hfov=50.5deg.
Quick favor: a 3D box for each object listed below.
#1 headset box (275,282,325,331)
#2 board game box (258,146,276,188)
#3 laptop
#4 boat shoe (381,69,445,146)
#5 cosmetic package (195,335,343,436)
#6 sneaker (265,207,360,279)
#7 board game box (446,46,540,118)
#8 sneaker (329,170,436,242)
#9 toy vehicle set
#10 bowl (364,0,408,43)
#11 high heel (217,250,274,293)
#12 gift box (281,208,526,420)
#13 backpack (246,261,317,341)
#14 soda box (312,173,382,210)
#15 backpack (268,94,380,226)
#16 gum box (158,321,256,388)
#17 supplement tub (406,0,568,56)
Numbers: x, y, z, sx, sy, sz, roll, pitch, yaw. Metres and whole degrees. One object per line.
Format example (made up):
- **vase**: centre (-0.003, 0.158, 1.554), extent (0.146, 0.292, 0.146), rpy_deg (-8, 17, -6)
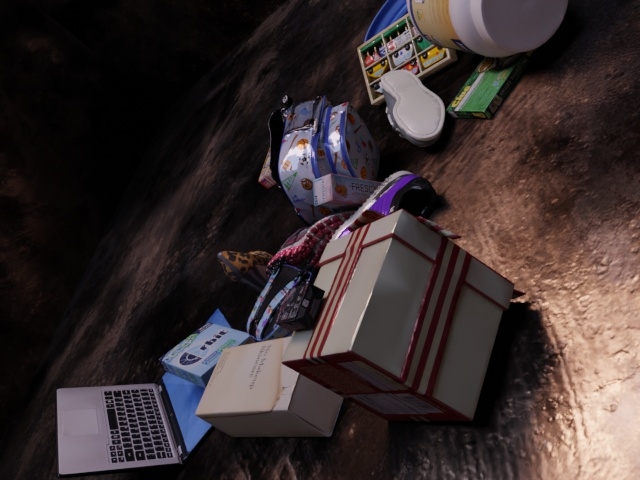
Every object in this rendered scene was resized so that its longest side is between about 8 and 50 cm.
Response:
- **headset box**: centre (-0.033, 0.102, 1.025), extent (0.083, 0.032, 0.062), rpy_deg (-26, 39, 62)
- **board game box**: centre (-0.109, -0.267, 2.082), extent (0.146, 0.045, 0.194), rpy_deg (-28, 35, 39)
- **laptop**: centre (-0.405, 0.335, 1.602), extent (0.382, 0.407, 0.237), rpy_deg (-144, 59, -64)
- **boat shoe**: centre (0.216, -0.294, 1.587), extent (0.116, 0.099, 0.319), rpy_deg (-13, 39, -3)
- **cosmetic package**: centre (-0.093, 0.284, 1.304), extent (0.309, 0.113, 0.160), rpy_deg (-21, 40, 47)
- **sneaker**: centre (0.000, 0.000, 1.505), extent (0.299, 0.121, 0.112), rpy_deg (-27, 24, 33)
- **board game box**: centre (0.388, -0.372, 1.462), extent (0.260, 0.030, 0.136), rpy_deg (-54, 29, -6)
- **sneaker**: centre (0.123, -0.012, 1.344), extent (0.293, 0.102, 0.146), rpy_deg (-53, 27, -3)
- **toy vehicle set**: centre (0.217, -0.481, 1.744), extent (0.266, 0.035, 0.166), rpy_deg (-24, 77, 43)
- **bowl**: centre (0.290, -0.647, 1.899), extent (0.391, 0.077, 0.391), rpy_deg (-38, 29, 26)
- **high heel**: centre (-0.190, 0.043, 1.667), extent (0.093, 0.186, 0.261), rpy_deg (-49, 27, 5)
- **gift box**: centre (0.135, 0.112, 1.016), extent (0.276, 0.255, 0.258), rpy_deg (-20, 42, 55)
- **backpack**: centre (-0.069, 0.148, 1.426), extent (0.173, 0.117, 0.158), rpy_deg (-57, 28, -12)
- **soda box**: centre (0.072, -0.097, 1.439), extent (0.063, 0.183, 0.058), rpy_deg (-16, 73, 48)
- **backpack**: centre (0.015, -0.173, 1.572), extent (0.213, 0.276, 0.263), rpy_deg (-10, 50, 35)
- **gum box**: centre (-0.261, 0.261, 1.569), extent (0.157, 0.041, 0.184), rpy_deg (-38, 27, -33)
- **supplement tub**: centre (0.340, -0.506, 1.415), extent (0.228, 0.228, 0.316), rpy_deg (-49, 26, 4)
